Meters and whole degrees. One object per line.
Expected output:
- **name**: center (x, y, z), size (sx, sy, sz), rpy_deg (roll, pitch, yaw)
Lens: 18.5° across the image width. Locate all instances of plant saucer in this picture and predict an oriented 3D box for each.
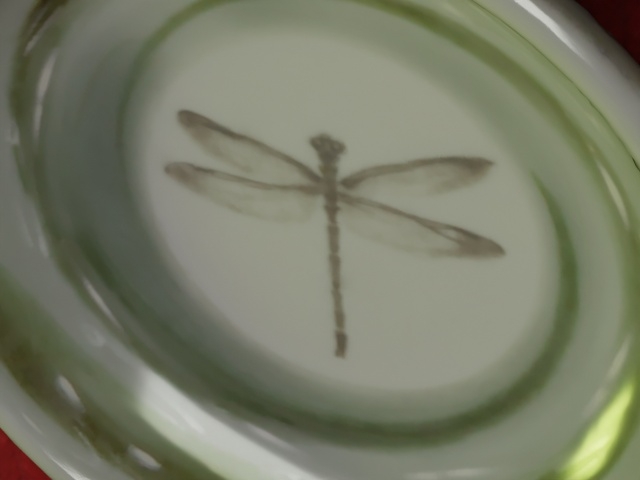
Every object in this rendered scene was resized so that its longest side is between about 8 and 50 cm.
- **plant saucer**: center (0.000, 0.000, 0.848), size (0.401, 0.100, 0.400), rpy_deg (15, 131, 19)
